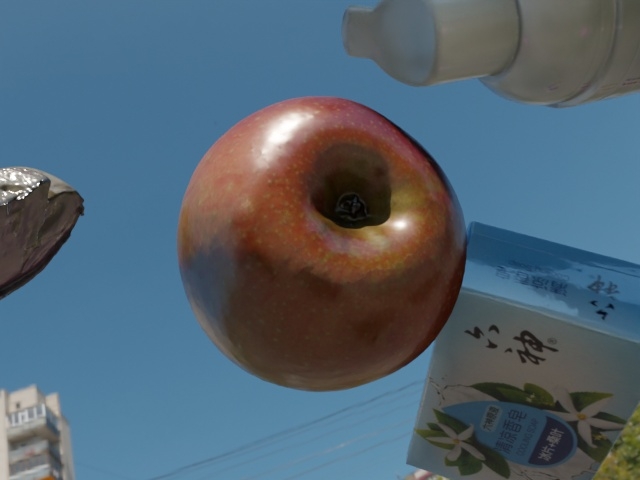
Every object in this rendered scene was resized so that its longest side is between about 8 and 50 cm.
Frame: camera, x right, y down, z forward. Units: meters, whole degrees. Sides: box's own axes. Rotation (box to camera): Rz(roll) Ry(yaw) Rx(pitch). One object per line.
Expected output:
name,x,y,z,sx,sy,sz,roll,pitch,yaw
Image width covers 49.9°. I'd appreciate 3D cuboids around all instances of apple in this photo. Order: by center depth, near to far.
apple,0.000,0.000,0.421,0.180,0.181,0.168,-11,-18,-17

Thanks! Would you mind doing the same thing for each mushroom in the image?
mushroom,-0.341,-0.009,0.688,0.188,0.117,0.141,-50,-23,-50

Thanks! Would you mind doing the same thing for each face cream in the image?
face cream,0.204,-0.176,0.538,0.369,0.145,0.145,-16,-38,-19

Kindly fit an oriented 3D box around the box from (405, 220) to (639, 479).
box,0.157,0.109,0.537,0.142,0.083,0.232,16,-44,13
